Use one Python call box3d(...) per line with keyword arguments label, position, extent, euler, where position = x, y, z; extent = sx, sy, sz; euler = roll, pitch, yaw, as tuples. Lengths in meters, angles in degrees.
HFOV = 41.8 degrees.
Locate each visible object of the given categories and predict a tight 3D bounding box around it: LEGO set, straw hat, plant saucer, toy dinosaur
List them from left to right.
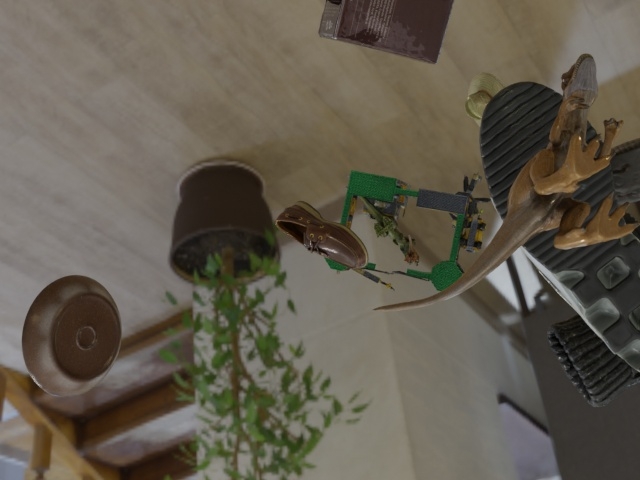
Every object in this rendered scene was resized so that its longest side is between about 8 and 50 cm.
box3d(label="plant saucer", position=(-0.389, 0.155, 1.357), extent=(0.036, 0.199, 0.198), euler=(1, 154, 35))
box3d(label="LEGO set", position=(0.179, -0.019, 1.719), extent=(0.331, 0.255, 0.192), euler=(3, 180, 16))
box3d(label="straw hat", position=(0.358, -0.299, 1.875), extent=(0.061, 0.144, 0.144), euler=(-20, 154, -30))
box3d(label="toy dinosaur", position=(0.133, -0.019, 0.517), extent=(0.064, 0.211, 0.112), euler=(39, 171, -13))

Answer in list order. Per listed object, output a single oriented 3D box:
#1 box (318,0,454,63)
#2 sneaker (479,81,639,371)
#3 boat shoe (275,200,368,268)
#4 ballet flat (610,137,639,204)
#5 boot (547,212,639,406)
box3d(label="box", position=(0.122, -0.435, 1.556), extent=(0.203, 0.168, 0.167), euler=(11, 103, -13))
box3d(label="sneaker", position=(0.257, -0.017, 0.877), extent=(0.122, 0.146, 0.331), euler=(-32, 103, 5))
box3d(label="boat shoe", position=(0.000, 0.000, 1.341), extent=(0.060, 0.178, 0.064), euler=(-29, 138, -36))
box3d(label="ballet flat", position=(0.315, -0.065, 0.956), extent=(0.084, 0.058, 0.250), euler=(26, 148, -15))
box3d(label="boot", position=(0.537, 0.114, 1.589), extent=(0.260, 0.348, 0.131), euler=(-27, 147, 5))
